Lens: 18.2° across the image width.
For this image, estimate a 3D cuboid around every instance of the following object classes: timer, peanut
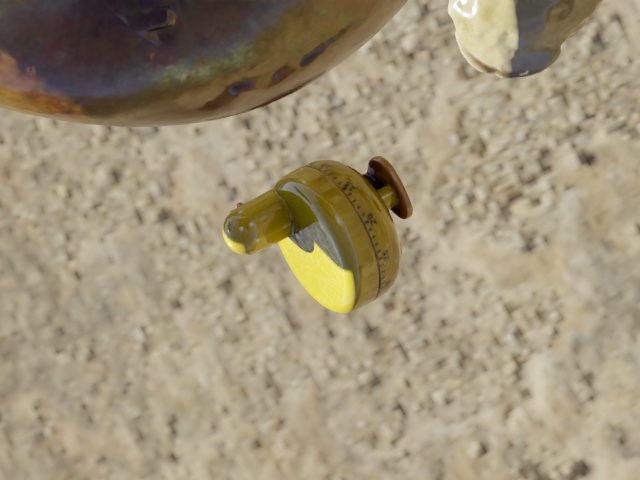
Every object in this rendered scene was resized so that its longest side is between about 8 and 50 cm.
[{"bbox_3d":[0.000,0.000,1.350,0.107,0.109,0.107,46,153,32],"label":"timer"},{"bbox_3d":[0.225,-0.331,1.993,0.158,0.174,0.340,-7,83,56],"label":"peanut"}]

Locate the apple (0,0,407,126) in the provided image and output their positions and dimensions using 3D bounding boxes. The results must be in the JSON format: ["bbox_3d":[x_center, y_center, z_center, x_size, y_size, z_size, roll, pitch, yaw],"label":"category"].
[{"bbox_3d":[-0.107,-0.249,0.991,0.374,0.384,0.374,-41,37,41],"label":"apple"}]
